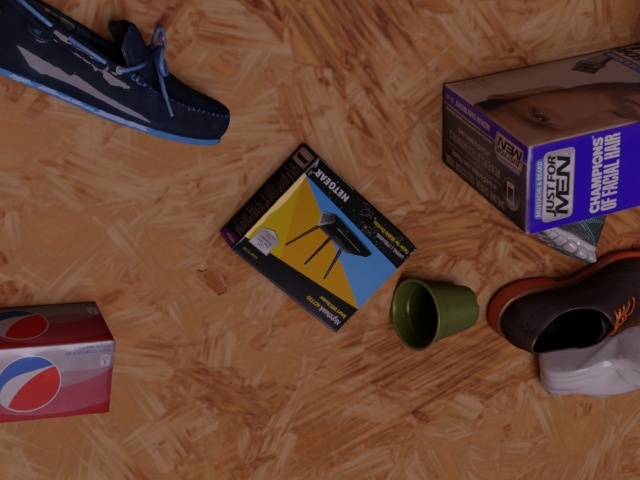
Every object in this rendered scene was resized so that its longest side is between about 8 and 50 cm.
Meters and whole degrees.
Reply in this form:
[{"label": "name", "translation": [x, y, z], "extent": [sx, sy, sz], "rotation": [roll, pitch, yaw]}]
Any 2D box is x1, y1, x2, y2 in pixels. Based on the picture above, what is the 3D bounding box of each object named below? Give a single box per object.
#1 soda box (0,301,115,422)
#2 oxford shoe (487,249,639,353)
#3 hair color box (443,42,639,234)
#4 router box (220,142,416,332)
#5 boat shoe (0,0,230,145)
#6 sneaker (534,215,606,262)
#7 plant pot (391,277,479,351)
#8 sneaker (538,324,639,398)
[{"label": "soda box", "translation": [-0.341, 0.125, 1.303], "extent": [0.263, 0.083, 0.092], "rotation": [-4, 118, -24]}, {"label": "oxford shoe", "translation": [0.343, 0.085, 1.593], "extent": [0.271, 0.098, 0.097], "rotation": [-16, 122, -17]}, {"label": "hair color box", "translation": [0.322, -0.124, 1.417], "extent": [0.338, 0.185, 0.110], "rotation": [-15, 122, -18]}, {"label": "router box", "translation": [0.000, 0.000, 1.417], "extent": [0.133, 0.046, 0.179], "rotation": [-46, 126, 4]}, {"label": "boat shoe", "translation": [-0.188, -0.160, 1.207], "extent": [0.258, 0.109, 0.089], "rotation": [18, 104, -34]}, {"label": "sneaker", "translation": [0.270, -0.038, 1.526], "extent": [0.166, 0.065, 0.076], "rotation": [29, 85, -37]}, {"label": "plant pot", "translation": [0.138, 0.080, 1.514], "extent": [0.079, 0.083, 0.083], "rotation": [-7, 120, -35]}, {"label": "sneaker", "translation": [0.381, 0.161, 1.646], "extent": [0.212, 0.080, 0.094], "rotation": [-3, 139, 11]}]
